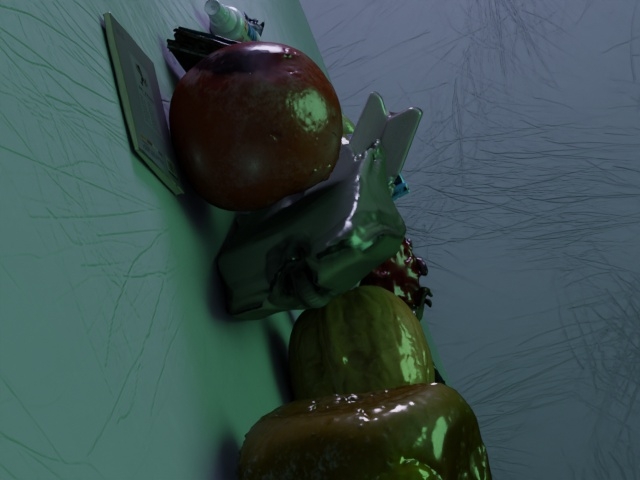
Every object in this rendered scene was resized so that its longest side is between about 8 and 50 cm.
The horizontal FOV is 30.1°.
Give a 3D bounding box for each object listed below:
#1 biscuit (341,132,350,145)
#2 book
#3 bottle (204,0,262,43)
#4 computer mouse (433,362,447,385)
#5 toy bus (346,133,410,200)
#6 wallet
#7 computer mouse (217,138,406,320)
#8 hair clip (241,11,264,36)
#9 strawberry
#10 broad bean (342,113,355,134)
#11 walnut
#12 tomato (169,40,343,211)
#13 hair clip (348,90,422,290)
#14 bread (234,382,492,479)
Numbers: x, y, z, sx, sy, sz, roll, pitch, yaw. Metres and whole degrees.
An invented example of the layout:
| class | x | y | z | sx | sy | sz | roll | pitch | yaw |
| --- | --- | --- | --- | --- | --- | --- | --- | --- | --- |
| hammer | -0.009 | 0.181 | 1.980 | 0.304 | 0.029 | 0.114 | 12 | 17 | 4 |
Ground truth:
| class | x | y | z | sx | sy | sz | roll | pitch | yaw |
| --- | --- | --- | --- | --- | --- | --- | --- | --- | --- |
| biscuit | 0.009 | -0.064 | 1.869 | 0.259 | 0.079 | 0.259 | 39 | -45 | 52 |
| book | -0.196 | -0.150 | 1.319 | 0.127 | 0.014 | 0.182 | 52 | 20 | -66 |
| bottle | -0.148 | -0.350 | 1.962 | 0.217 | 0.060 | 0.060 | 27 | 43 | -78 |
| computer mouse | 0.156 | 0.320 | 1.975 | 0.087 | 0.168 | 0.295 | -94 | 159 | -58 |
| toy bus | 0.035 | -0.110 | 2.035 | 0.131 | 0.106 | 0.297 | 66 | -19 | -11 |
| wallet | -0.087 | -0.178 | 1.649 | 0.044 | 0.169 | 0.317 | -60 | 154 | -15 |
| computer mouse | 0.001 | 0.004 | 1.488 | 0.145 | 0.228 | 0.429 | 60 | 14 | -13 |
| hair clip | -0.118 | -0.376 | 2.262 | 0.195 | 0.052 | 0.124 | 58 | 19 | -76 |
| strawberry | 0.060 | 0.066 | 2.017 | 0.280 | 0.150 | 0.253 | 66 | -27 | 17 |
| broad bean | 0.017 | -0.144 | 2.238 | 0.100 | 0.169 | 0.228 | -36 | 146 | -49 |
| walnut | 0.053 | 0.169 | 1.557 | 0.193 | 0.193 | 0.226 | 46 | 34 | -71 |
| tomato | -0.078 | -0.140 | 1.401 | 0.208 | 0.208 | 0.185 | -83 | 152 | -73 |
| hair clip | 0.051 | -0.047 | 1.709 | 0.085 | 0.101 | 0.331 | -37 | 149 | -77 |
| bread | 0.027 | 0.251 | 1.131 | 0.176 | 0.246 | 0.196 | -24 | 99 | -55 |
